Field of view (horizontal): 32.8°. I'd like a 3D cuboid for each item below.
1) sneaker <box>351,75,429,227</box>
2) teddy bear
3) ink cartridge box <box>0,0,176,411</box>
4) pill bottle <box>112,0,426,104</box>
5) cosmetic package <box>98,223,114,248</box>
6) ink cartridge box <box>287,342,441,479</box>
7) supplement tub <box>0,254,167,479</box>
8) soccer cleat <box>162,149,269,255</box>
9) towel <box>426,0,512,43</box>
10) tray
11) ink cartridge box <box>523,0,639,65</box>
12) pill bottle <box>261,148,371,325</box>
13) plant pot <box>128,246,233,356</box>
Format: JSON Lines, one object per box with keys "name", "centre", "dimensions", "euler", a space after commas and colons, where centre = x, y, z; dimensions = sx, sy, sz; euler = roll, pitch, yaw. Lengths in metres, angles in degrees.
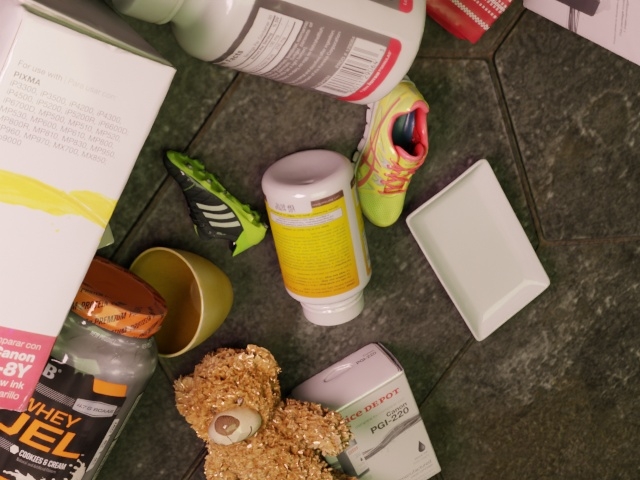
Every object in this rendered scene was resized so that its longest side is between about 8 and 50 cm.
{"name": "sneaker", "centre": [0.095, -0.105, 1.402], "dimensions": [0.081, 0.094, 0.208], "euler": [-9, 119, -25]}
{"name": "teddy bear", "centre": [-0.064, 0.297, 1.471], "dimensions": [0.113, 0.245, 0.338], "euler": [-60, 145, -43]}
{"name": "ink cartridge box", "centre": [-0.324, -0.069, 1.093], "dimensions": [0.160, 0.279, 0.384], "euler": [17, 106, -33]}
{"name": "pill bottle", "centre": [-0.057, -0.268, 1.192], "dimensions": [0.318, 0.176, 0.176], "euler": [12, 109, -31]}
{"name": "cosmetic package", "centre": [-0.281, -0.027, 1.238], "dimensions": [0.060, 0.115, 0.041], "euler": [-22, 121, -17]}
{"name": "ink cartridge box", "centre": [0.067, 0.280, 1.586], "dimensions": [0.158, 0.092, 0.218], "euler": [-29, 122, -11]}
{"name": "supplement tub", "centre": [-0.318, 0.180, 1.276], "dimensions": [0.193, 0.193, 0.316], "euler": [22, 103, -34]}
{"name": "soccer cleat", "centre": [-0.139, -0.042, 1.340], "dimensions": [0.072, 0.060, 0.179], "euler": [-39, 127, 11]}
{"name": "towel", "centre": [0.196, -0.386, 1.290], "dimensions": [0.199, 0.031, 0.275], "euler": [31, 115, -24]}
{"name": "tray", "centre": [0.227, 0.015, 1.570], "dimensions": [0.145, 0.030, 0.270], "euler": [-37, 125, -5]}
{"name": "ink cartridge box", "centre": [0.406, -0.320, 1.345], "dimensions": [0.197, 0.273, 0.114], "euler": [-15, 124, -20]}
{"name": "pill bottle", "centre": [0.000, 0.000, 1.393], "dimensions": [0.117, 0.117, 0.215], "euler": [-21, 122, -16]}
{"name": "plant pot", "centre": [-0.164, 0.071, 1.352], "dimensions": [0.095, 0.134, 0.134], "euler": [-7, 121, -53]}
